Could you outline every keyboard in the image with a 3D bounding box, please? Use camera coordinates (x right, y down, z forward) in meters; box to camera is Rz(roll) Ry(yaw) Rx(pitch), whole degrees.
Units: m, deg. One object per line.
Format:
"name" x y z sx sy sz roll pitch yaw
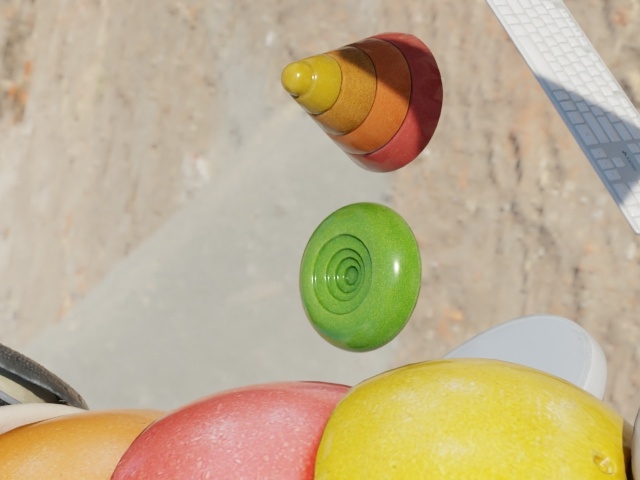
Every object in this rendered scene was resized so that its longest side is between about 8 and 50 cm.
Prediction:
"keyboard" 0.212 -0.107 1.208 0.256 0.072 0.014 63 141 31

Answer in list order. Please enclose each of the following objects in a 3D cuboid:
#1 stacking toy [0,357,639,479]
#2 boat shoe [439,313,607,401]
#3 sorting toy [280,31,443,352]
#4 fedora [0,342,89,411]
"stacking toy" 0.053 0.170 0.690 0.480 0.351 0.350 -26 49 27
"boat shoe" 0.091 0.227 1.082 0.136 0.156 0.367 29 78 45
"sorting toy" 0.000 0.000 1.248 0.127 0.126 0.365 6 87 44
"fedora" -0.381 0.174 1.465 0.334 0.334 0.152 -22 44 64
